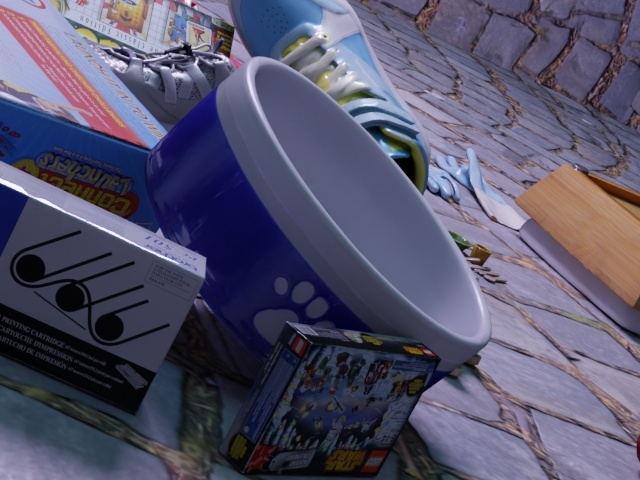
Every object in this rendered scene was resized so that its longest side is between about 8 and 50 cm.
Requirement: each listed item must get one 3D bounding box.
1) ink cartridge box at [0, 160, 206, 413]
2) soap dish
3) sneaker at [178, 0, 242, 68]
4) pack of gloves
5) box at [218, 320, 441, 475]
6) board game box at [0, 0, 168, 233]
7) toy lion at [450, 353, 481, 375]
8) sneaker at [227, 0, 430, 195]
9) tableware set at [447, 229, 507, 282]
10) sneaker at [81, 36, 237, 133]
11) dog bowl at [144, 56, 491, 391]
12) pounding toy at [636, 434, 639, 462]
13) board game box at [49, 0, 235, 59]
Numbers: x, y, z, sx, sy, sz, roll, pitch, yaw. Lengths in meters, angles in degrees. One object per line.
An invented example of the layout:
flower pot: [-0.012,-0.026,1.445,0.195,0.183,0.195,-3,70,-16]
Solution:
ink cartridge box: [-0.181,0.014,0.986,0.207,0.097,0.046,25,14,-10]
soap dish: [0.399,0.024,2.040,0.229,0.118,0.291,20,17,-32]
sneaker: [-0.176,-0.245,1.861,0.314,0.136,0.116,24,15,-17]
pack of gloves: [0.177,-0.096,2.205,0.195,0.046,0.232,22,14,-26]
box: [0.008,0.102,1.042,0.027,0.094,0.137,38,17,36]
board game box: [-0.289,-0.139,1.256,0.302,0.086,0.308,19,22,-48]
toy lion: [0.094,0.078,1.442,0.096,0.034,0.100,25,13,16]
sneaker: [0.017,-0.160,1.797,0.319,0.127,0.208,48,12,-15]
tableware set: [0.137,0.007,1.792,0.104,0.024,0.154,37,16,33]
sneaker: [-0.142,-0.161,1.661,0.281,0.115,0.105,19,16,-34]
dog bowl: [0.000,0.000,1.196,0.265,0.104,0.265,45,17,-18]
pounding toy: [0.343,0.203,1.371,0.237,0.110,0.183,58,3,-1]
board game box: [-0.216,-0.220,1.758,0.259,0.030,0.136,22,58,-23]
